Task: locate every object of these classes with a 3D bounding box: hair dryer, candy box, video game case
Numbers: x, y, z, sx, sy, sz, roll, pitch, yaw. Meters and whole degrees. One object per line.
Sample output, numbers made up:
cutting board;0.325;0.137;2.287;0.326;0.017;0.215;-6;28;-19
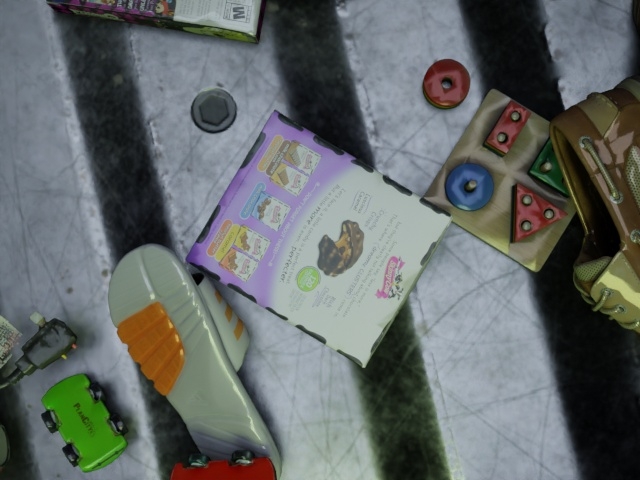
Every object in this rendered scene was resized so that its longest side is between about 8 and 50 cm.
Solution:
hair dryer;-0.379;0.145;0.991;0.223;0.080;0.294;34;85;22
candy box;0.000;0.000;0.974;0.196;0.070;0.165;31;88;4
video game case;-0.144;-0.324;1.011;0.210;0.042;0.232;9;87;2

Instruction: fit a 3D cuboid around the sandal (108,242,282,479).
sandal;-0.108;0.114;0.973;0.102;0.076;0.265;-16;109;29

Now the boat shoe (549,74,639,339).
boat shoe;0.284;0.021;0.926;0.119;0.122;0.324;-17;91;-7

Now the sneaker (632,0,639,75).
sneaker;0.335;-0.185;0.973;0.066;0.071;0.189;2;87;2

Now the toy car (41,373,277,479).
toy car;-0.183;0.219;0.950;0.239;0.053;0.225;-32;59;-15

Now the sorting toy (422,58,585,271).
sorting toy;0.195;-0.054;0.983;0.274;0.046;0.132;32;88;3
